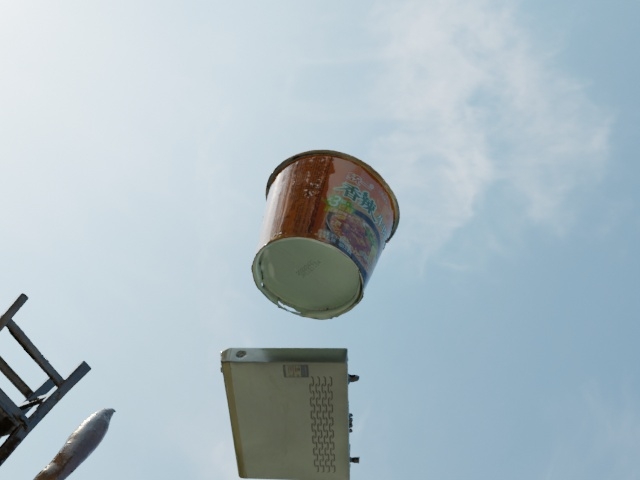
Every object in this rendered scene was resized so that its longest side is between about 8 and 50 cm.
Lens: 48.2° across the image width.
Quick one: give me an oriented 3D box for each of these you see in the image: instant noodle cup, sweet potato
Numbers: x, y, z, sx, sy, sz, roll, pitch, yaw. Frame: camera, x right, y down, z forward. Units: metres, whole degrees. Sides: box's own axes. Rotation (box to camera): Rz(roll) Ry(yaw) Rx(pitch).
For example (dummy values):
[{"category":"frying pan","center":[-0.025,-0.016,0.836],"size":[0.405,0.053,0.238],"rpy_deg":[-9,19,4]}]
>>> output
[{"category":"instant noodle cup","center":[0.000,0.000,1.126],"size":[0.230,0.182,0.230],"rpy_deg":[8,-48,9]},{"category":"sweet potato","center":[-0.444,0.380,1.297],"size":[0.057,0.264,0.057],"rpy_deg":[5,-69,14]}]

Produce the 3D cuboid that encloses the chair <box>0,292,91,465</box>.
[{"category":"chair","center":[-0.736,0.346,1.513],"size":[0.203,0.416,0.241],"rpy_deg":[-22,-69,38]}]

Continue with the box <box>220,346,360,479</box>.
[{"category":"box","center":[-0.042,0.271,1.105],"size":[0.210,0.045,0.270],"rpy_deg":[-1,-55,4]}]
